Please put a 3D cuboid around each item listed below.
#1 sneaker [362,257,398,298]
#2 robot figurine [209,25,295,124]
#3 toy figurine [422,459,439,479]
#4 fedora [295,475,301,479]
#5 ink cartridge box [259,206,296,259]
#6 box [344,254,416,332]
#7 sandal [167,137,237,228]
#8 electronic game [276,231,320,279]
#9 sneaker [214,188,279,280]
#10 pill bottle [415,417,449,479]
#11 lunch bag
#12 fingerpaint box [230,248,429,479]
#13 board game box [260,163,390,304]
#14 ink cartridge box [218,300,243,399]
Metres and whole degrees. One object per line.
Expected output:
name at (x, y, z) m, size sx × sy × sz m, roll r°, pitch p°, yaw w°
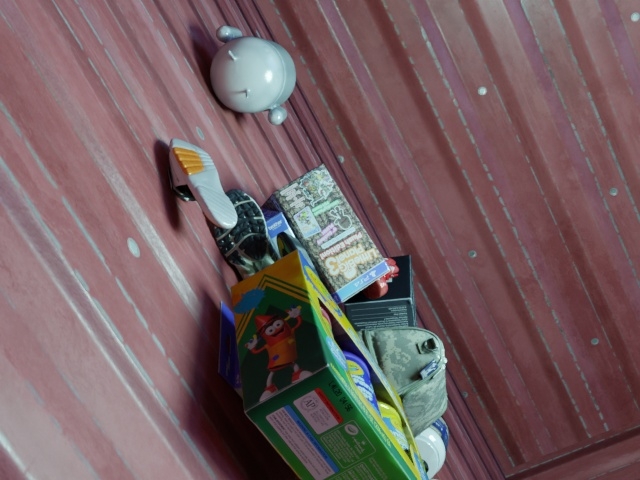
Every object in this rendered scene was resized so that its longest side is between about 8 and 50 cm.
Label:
sneaker at (0.154, 0.081, 2.226) m, size 0.221 × 0.128 × 0.087 m, roll -145°, pitch -138°, yaw -66°
robot figurine at (-0.180, -0.446, 2.353) m, size 0.300 × 0.199 × 0.353 m, roll 56°, pitch 13°, yaw -3°
toy figurine at (0.155, 0.552, 1.800) m, size 0.213 × 0.209 × 0.148 m, roll 51°, pitch 30°, yaw -49°
fedora at (-0.024, 0.485, 1.480) m, size 0.194 × 0.079 × 0.194 m, roll -23°, pitch 90°, yaw -81°
ink cartridge box at (-0.087, 0.031, 1.987) m, size 0.311 × 0.065 × 0.186 m, roll 60°, pitch -14°, yaw -14°
box at (0.176, 0.246, 2.363) m, size 0.343 × 0.178 × 0.313 m, roll -73°, pitch 156°, yaw -72°
sandal at (-0.245, -0.099, 1.689) m, size 0.102 × 0.076 × 0.265 m, roll 19°, pitch 31°, yaw -42°
electronic game at (-0.037, 0.088, 1.789) m, size 0.229 × 0.048 × 0.229 m, roll 157°, pitch -90°, yaw -79°
sneaker at (-0.149, 0.024, 1.859) m, size 0.122 × 0.110 × 0.283 m, roll -113°, pitch -177°, yaw -78°
pill bottle at (0.272, 0.569, 2.399) m, size 0.153 × 0.153 × 0.264 m, roll 65°, pitch 12°, yaw 1°
lunch bag at (0.171, 0.337, 2.047) m, size 0.305 × 0.255 × 0.213 m, roll 74°, pitch 1°, yaw -55°
fingerpaint box at (0.029, 0.294, 1.569) m, size 0.445 × 0.163 × 0.371 m, roll 57°, pitch 8°, yaw -28°
board game box at (0.000, 0.000, 2.046) m, size 0.291 × 0.141 × 0.232 m, roll 58°, pitch -17°, yaw 2°
ink cartridge box at (-0.120, 0.237, 1.643) m, size 0.208 × 0.045 × 0.206 m, roll 55°, pitch 15°, yaw -32°
